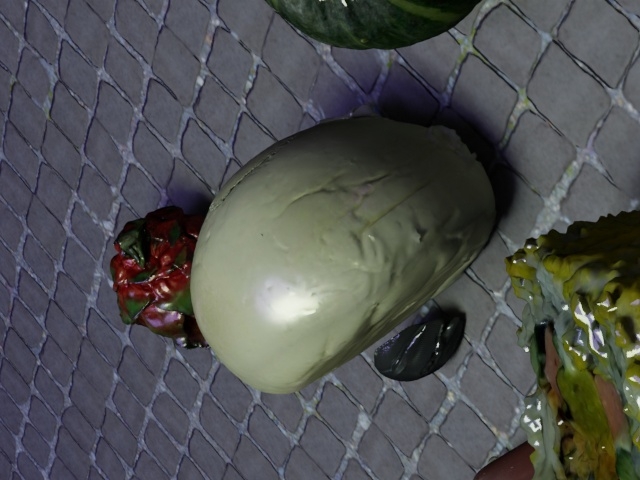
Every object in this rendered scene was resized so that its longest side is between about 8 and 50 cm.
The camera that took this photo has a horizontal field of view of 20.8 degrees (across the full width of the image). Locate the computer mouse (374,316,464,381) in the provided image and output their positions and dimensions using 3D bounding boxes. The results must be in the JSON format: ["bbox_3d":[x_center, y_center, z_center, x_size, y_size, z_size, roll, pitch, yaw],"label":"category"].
[{"bbox_3d":[0.114,0.128,1.988,0.135,0.079,0.047,-46,57,44],"label":"computer mouse"}]

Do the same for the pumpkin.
[{"bbox_3d":[0.051,-0.326,1.655,0.300,0.207,0.300,15,115,35],"label":"pumpkin"}]

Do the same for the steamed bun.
[{"bbox_3d":[0.000,0.000,1.850,0.233,0.312,0.334,52,137,10],"label":"steamed bun"}]

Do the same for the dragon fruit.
[{"bbox_3d":[-0.185,0.050,2.243,0.182,0.182,0.188,25,122,41],"label":"dragon fruit"}]

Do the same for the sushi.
[{"bbox_3d":[0.320,0.153,1.519,0.396,0.240,0.351,-140,39,-73],"label":"sushi"}]

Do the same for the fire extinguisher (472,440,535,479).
[{"bbox_3d":[0.232,0.264,1.913,0.105,0.105,0.269,57,146,7],"label":"fire extinguisher"}]
